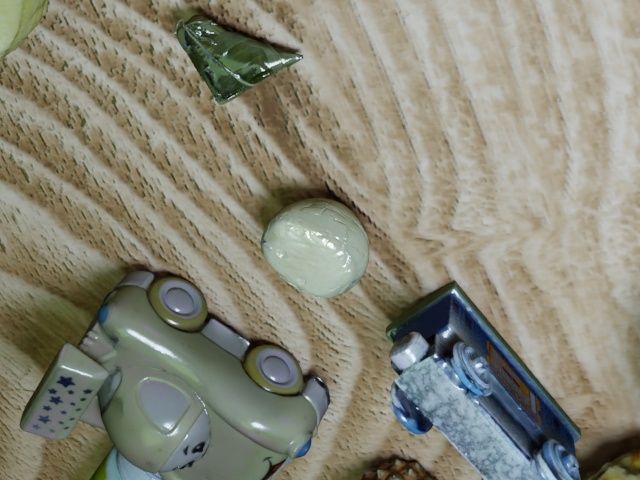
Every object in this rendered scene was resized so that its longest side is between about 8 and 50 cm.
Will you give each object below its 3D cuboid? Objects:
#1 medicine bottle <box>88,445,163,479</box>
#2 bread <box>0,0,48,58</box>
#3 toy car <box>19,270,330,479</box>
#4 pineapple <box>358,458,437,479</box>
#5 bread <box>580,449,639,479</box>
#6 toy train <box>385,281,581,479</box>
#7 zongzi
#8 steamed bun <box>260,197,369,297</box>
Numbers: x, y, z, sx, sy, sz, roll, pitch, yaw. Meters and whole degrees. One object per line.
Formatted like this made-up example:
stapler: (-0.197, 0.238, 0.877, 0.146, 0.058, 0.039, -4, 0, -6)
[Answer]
medicine bottle: (-0.266, 0.366, 1.782, 0.139, 0.139, 0.225, 36, 129, -2)
bread: (-0.436, -0.346, 1.331, 0.320, 0.237, 0.320, 3, 128, 4)
toy car: (-0.191, 0.228, 1.602, 0.336, 0.226, 0.242, 37, 128, -1)
pineapple: (0.098, 0.389, 1.603, 0.166, 0.193, 0.166, 9, 122, 15)
bread: (0.422, 0.451, 1.490, 0.370, 0.191, 0.314, 59, 149, 17)
toy train: (0.198, 0.201, 1.432, 0.131, 0.202, 0.299, -35, 103, 20)
zongzi: (-0.095, -0.225, 1.371, 0.119, 0.055, 0.109, -27, 107, 23)
steamed bun: (0.000, 0.000, 1.450, 0.130, 0.091, 0.112, 31, 135, -2)
